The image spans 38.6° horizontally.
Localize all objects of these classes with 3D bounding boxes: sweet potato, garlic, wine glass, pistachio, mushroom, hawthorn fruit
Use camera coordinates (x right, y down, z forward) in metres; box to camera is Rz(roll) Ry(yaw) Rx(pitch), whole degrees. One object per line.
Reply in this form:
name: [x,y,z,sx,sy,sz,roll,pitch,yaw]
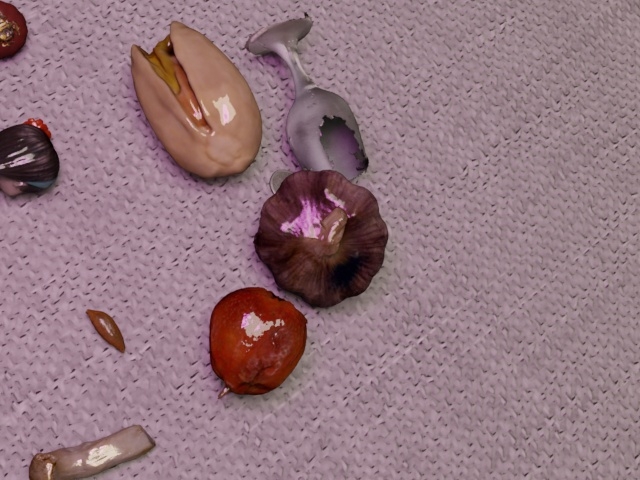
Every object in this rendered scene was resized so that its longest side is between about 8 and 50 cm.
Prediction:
sweet potato: [-0.354,0.148,1.521,0.034,0.034,0.095,-42,96,-23]
garlic: [0.000,0.000,1.571,0.244,0.160,0.245,1,103,5]
wine glass: [-0.020,-0.254,1.692,0.143,0.143,0.321,-21,80,-20]
pistachio: [-0.216,-0.247,1.626,0.187,0.187,0.299,-23,73,-21]
mushroom: [-0.359,0.342,1.447,0.202,0.054,0.059,-13,81,-24]
hawthorn fruit: [-0.107,0.166,1.523,0.173,0.173,0.179,0,98,-15]

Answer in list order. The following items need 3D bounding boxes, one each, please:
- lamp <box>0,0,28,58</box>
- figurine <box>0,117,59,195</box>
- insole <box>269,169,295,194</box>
lamp: [-0.568,-0.372,1.609,0.101,0.090,0.101,-14,115,-32]
figurine: [-0.556,-0.128,1.512,0.245,0.110,0.138,-17,70,-26]
insole: [0.004,-0.055,1.699,0.232,0.003,0.080,33,67,-2]
